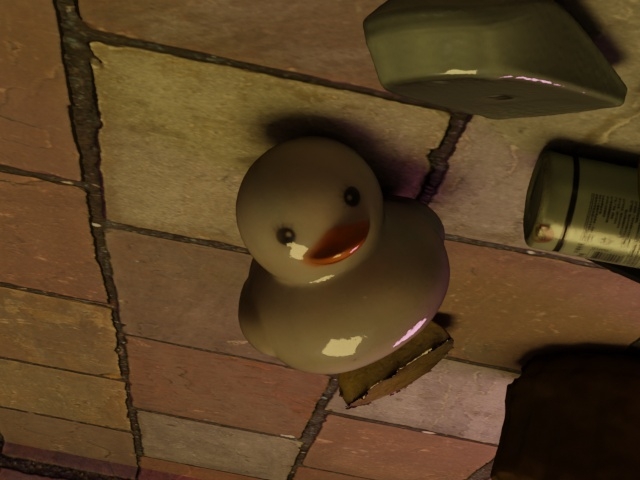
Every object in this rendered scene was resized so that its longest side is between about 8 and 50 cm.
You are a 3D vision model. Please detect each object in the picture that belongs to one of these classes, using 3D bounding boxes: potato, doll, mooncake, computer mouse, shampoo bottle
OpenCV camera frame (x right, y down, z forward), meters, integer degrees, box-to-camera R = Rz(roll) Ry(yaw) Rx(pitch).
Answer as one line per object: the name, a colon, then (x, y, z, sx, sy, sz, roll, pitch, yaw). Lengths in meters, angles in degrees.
potato: (0.094, 0.130, 1.762, 0.172, 0.089, 0.100, -39, 158, 25)
doll: (0.000, 0.000, 1.289, 0.221, 0.221, 0.251, 16, -172, -16)
mooncake: (0.382, 0.261, 1.787, 0.323, 0.187, 0.324, 11, 162, 4)
computer mouse: (0.122, -0.132, 0.979, 0.127, 0.079, 0.231, 1, 175, 33)
shampoo bottle: (0.308, -0.012, 1.196, 0.262, 0.085, 0.085, 10, 161, -1)

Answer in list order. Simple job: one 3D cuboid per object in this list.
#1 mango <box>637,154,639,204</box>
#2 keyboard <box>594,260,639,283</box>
mango: (0.318, 0.001, 1.039, 0.156, 0.251, 0.114, -7, -164, 44)
keyboard: (0.324, 0.057, 1.229, 0.103, 0.041, 0.381, 23, -170, -28)
